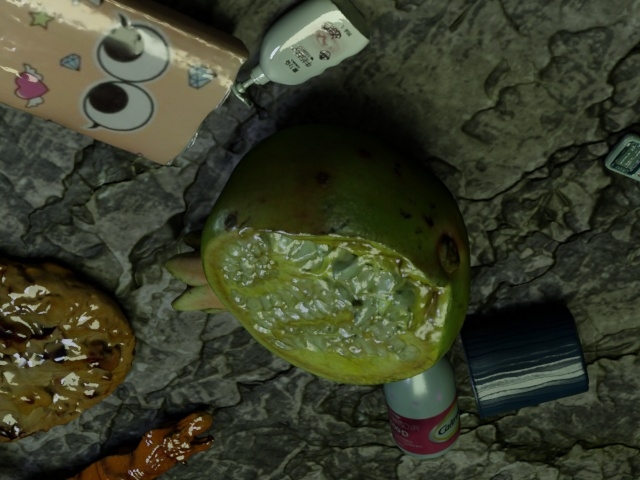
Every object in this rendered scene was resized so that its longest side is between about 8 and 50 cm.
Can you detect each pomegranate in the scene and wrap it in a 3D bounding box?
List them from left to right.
[{"bbox_3d":[0.000,0.000,1.589,0.359,0.216,0.310,0,145,40],"label":"pomegranate"}]

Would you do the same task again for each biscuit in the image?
[{"bbox_3d":[-0.389,0.146,1.776,0.334,0.081,0.289,-28,133,21],"label":"biscuit"}]

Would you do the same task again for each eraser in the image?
[{"bbox_3d":[-0.237,-0.189,1.443,0.291,0.087,0.171,21,128,-25],"label":"eraser"}]

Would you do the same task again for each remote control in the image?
[{"bbox_3d":[0.379,-0.083,1.656,0.124,0.018,0.053,20,129,-23],"label":"remote control"}]

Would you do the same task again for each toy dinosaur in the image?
[{"bbox_3d":[-0.297,0.361,1.991,0.432,0.097,0.208,-26,122,17],"label":"toy dinosaur"}]

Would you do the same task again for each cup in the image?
[{"bbox_3d":[0.251,0.144,1.828,0.138,0.150,0.113,-13,101,6],"label":"cup"}]

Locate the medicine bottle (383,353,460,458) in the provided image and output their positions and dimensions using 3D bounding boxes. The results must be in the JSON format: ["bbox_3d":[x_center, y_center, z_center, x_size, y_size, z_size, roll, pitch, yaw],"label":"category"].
[{"bbox_3d":[0.123,0.176,1.843,0.090,0.090,0.216,-8,135,3],"label":"medicine bottle"}]

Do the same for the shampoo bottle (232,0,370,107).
[{"bbox_3d":[-0.029,-0.190,1.492,0.152,0.045,0.077,-28,131,23],"label":"shampoo bottle"}]
